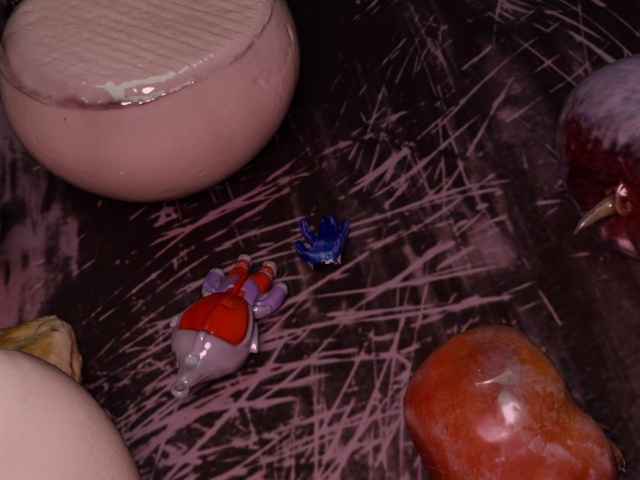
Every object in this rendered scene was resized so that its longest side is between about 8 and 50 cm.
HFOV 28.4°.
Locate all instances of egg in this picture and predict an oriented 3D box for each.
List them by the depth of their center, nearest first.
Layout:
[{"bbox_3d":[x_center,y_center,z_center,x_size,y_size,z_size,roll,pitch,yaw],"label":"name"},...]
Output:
[{"bbox_3d":[-0.277,0.264,1.066,0.283,0.283,0.345,-2,80,14],"label":"egg"}]

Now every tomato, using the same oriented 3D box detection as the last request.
[{"bbox_3d":[0.170,0.162,1.169,0.180,0.155,0.214,-30,47,-9],"label":"tomato"}]

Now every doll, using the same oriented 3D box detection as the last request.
[{"bbox_3d":[-0.108,0.092,1.369,0.102,0.075,0.227,11,40,13],"label":"doll"}]

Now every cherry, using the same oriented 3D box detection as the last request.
[{"bbox_3d":[0.374,-0.083,1.308,0.296,0.218,0.255,-27,45,-26],"label":"cherry"}]

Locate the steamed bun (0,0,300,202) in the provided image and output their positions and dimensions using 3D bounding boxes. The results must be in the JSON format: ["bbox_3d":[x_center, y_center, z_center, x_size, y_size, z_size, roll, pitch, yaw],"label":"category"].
[{"bbox_3d":[-0.201,-0.191,1.556,0.374,0.241,0.374,-7,40,6],"label":"steamed bun"}]

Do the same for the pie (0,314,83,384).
[{"bbox_3d":[-0.392,0.190,1.315,0.337,0.075,0.337,-17,29,10],"label":"pie"}]

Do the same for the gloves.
[{"bbox_3d":[0.000,0.000,1.464,0.064,0.026,0.086,-5,45,14],"label":"gloves"}]
